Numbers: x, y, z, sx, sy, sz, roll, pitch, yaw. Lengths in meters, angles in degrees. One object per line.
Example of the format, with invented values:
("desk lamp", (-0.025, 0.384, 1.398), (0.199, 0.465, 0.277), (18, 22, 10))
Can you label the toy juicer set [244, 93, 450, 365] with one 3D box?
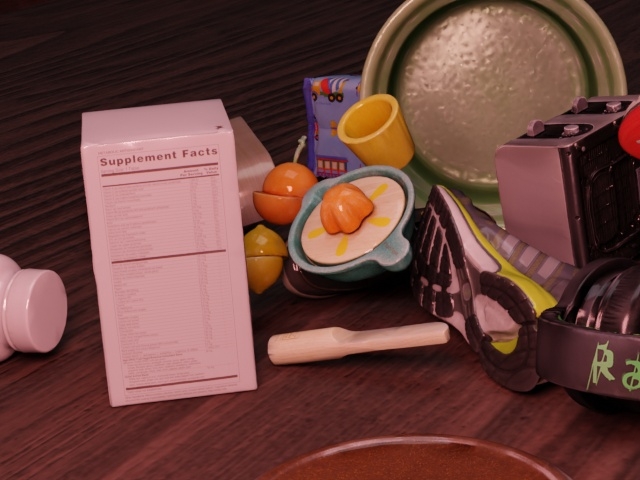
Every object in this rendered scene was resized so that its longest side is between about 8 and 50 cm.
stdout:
("toy juicer set", (0.000, 0.000, 1.475), (0.209, 0.089, 0.329), (-24, 39, 15))

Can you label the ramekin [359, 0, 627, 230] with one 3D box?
("ramekin", (0.200, -0.167, 1.814), (0.303, 0.304, 0.148), (-2, 10, 5))

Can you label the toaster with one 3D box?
("toaster", (0.285, -0.052, 1.642), (0.168, 0.186, 0.110), (-29, 26, -37))

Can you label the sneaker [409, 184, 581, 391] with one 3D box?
("sneaker", (0.176, 0.044, 1.449), (0.121, 0.111, 0.300), (4, 29, -26))

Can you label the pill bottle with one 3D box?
("pill bottle", (-0.350, 0.064, 1.502), (0.193, 0.108, 0.108), (2, 19, 18))

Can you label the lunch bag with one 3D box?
("lunch bag", (0.149, -0.169, 2.091), (0.221, 0.138, 0.293), (7, 17, 32))

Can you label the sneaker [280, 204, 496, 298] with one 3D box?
("sneaker", (0.069, 0.000, 1.595), (0.222, 0.083, 0.118), (-15, -1, -34))

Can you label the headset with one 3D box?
("headset", (0.315, 0.055, 1.256), (0.243, 0.185, 0.394), (3, 3, 20))

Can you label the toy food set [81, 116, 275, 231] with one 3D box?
("toy food set", (-0.172, -0.057, 1.910), (0.219, 0.092, 0.306), (-18, 18, -7))

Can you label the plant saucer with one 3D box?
("plant saucer", (0.059, 0.205, 1.074), (0.310, 0.050, 0.310), (-5, 18, 2))

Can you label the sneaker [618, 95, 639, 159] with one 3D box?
("sneaker", (0.404, -0.069, 1.480), (0.279, 0.107, 0.118), (19, 55, 31))

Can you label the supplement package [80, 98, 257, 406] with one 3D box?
("supplement package", (-0.138, 0.008, 1.407), (0.139, 0.244, 0.134), (-6, 18, -7))
